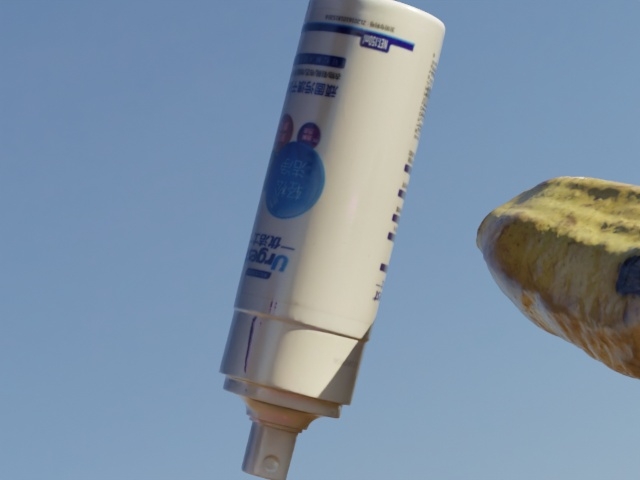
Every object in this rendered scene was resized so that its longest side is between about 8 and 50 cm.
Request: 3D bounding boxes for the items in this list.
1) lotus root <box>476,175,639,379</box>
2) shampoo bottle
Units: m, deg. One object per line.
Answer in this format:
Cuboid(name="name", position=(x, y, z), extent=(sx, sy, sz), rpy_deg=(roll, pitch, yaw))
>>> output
Cuboid(name="lotus root", position=(0.186, 0.021, 1.026), extent=(0.110, 0.097, 0.258), rpy_deg=(-38, 27, -14))
Cuboid(name="shampoo bottle", position=(0.000, 0.000, 1.111), extent=(0.092, 0.303, 0.092), rpy_deg=(15, -3, 1))
